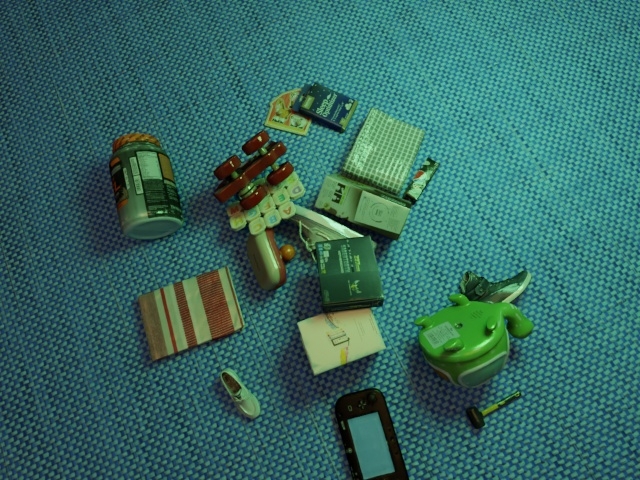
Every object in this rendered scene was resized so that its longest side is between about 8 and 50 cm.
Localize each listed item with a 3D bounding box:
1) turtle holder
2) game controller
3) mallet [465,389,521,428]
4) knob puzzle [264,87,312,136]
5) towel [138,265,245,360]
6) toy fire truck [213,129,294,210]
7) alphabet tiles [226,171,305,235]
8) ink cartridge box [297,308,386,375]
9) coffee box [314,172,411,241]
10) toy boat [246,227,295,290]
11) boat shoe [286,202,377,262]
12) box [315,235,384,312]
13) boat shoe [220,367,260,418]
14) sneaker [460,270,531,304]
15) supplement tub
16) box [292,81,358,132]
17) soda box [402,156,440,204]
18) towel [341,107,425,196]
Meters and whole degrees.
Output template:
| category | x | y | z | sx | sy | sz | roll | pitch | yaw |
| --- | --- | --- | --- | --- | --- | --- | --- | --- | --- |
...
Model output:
| category | x | y | z | sx | sy | sz | roll | pitch | yaw |
| --- | --- | --- | --- | --- | --- | --- | --- | --- | --- |
| turtle holder | 0.468 | 0.306 | 1.243 | 0.320 | 0.243 | 0.227 | -37 | 113 | -27 |
| game controller | 0.156 | 0.631 | 1.242 | 0.167 | 0.067 | 0.319 | -16 | 75 | -2 |
| mallet | 0.549 | 0.519 | 1.274 | 0.190 | 0.039 | 0.062 | -31 | 74 | -11 |
| knob puzzle | -0.109 | -0.517 | 1.568 | 0.213 | 0.030 | 0.213 | -1 | 75 | 2 |
| towel | -0.444 | 0.248 | 1.383 | 0.329 | 0.037 | 0.237 | -19 | 73 | -4 |
| toy fire truck | -0.249 | -0.244 | 1.408 | 0.302 | 0.254 | 0.169 | -42 | 110 | -8 |
| alphabet tiles | -0.195 | -0.141 | 1.400 | 0.284 | 0.021 | 0.278 | -28 | 45 | 2 |
| ink cartridge box | 0.064 | 0.305 | 1.276 | 0.233 | 0.171 | 0.168 | -20 | 76 | -2 |
| coffee box | 0.151 | -0.121 | 1.369 | 0.297 | 0.168 | 0.118 | 23 | 107 | 8 |
| toy boat | -0.156 | 0.049 | 1.385 | 0.151 | 0.151 | 0.231 | -13 | 74 | -32 |
| boat shoe | 0.002 | 0.001 | 1.390 | 0.367 | 0.136 | 0.156 | 26 | 88 | 2 |
| box | 0.085 | 0.101 | 1.240 | 0.184 | 0.059 | 0.232 | -6 | 55 | -2 |
| boat shoe | -0.262 | 0.494 | 1.295 | 0.066 | 0.063 | 0.184 | -32 | 76 | -6 |
| sneaker | 0.578 | 0.138 | 1.341 | 0.226 | 0.086 | 0.163 | -40 | 80 | -7 |
| supplement tub | -0.618 | -0.190 | 1.414 | 0.207 | 0.207 | 0.337 | -17 | 75 | -2 |
| box | 0.017 | -0.521 | 1.545 | 0.225 | 0.036 | 0.136 | 24 | 75 | 2 |
| soda box | 0.364 | -0.215 | 1.454 | 0.053 | 0.060 | 0.169 | 33 | 79 | 11 |
| towel | 0.230 | -0.323 | 1.457 | 0.235 | 0.121 | 0.283 | 22 | 77 | 7 |
